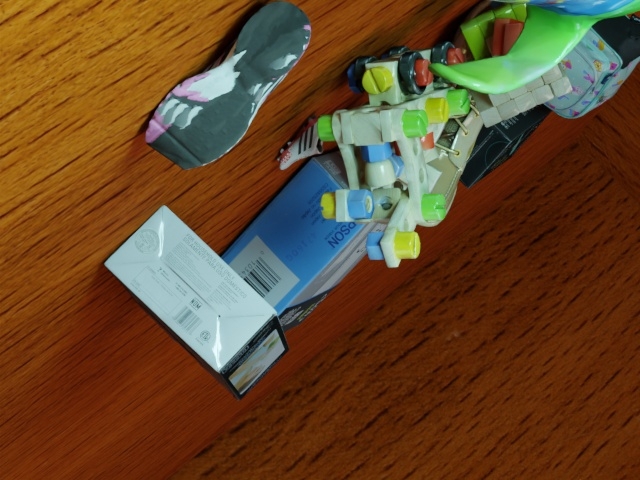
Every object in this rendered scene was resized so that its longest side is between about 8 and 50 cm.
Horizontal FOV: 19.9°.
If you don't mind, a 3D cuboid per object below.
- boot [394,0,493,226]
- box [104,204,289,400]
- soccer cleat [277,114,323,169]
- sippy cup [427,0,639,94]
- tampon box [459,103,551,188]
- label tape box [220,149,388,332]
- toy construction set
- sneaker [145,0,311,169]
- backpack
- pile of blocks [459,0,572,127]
[{"bbox_3d":[0.172,-0.163,2.283,0.203,0.095,0.262,123,-9,-52],"label":"boot"},{"bbox_3d":[-0.126,0.073,1.959,0.087,0.169,0.290,-46,171,-7],"label":"box"},{"bbox_3d":[-0.017,-0.104,2.059,0.083,0.035,0.029,-49,171,28],"label":"soccer cleat"},{"bbox_3d":[0.150,-0.279,1.391,0.224,0.305,0.240,-11,175,-45],"label":"sippy cup"},{"bbox_3d":[0.260,-0.175,2.826,0.120,0.101,0.161,-50,171,36],"label":"tampon box"},{"bbox_3d":[0.000,0.000,2.395,0.249,0.115,0.348,-47,170,18],"label":"label tape box"},{"bbox_3d":[0.091,-0.105,2.034,0.151,0.215,0.327,-5,-170,10],"label":"toy construction set"},{"bbox_3d":[-0.071,-0.131,1.570,0.178,0.072,0.077,-40,-177,11],"label":"sneaker"},{"bbox_3d":[0.368,-0.269,2.668,0.144,0.166,0.188,-39,167,-27],"label":"backpack"},{"bbox_3d":[0.232,-0.284,2.123,0.149,0.112,0.362,-10,-145,28],"label":"pile of blocks"}]
